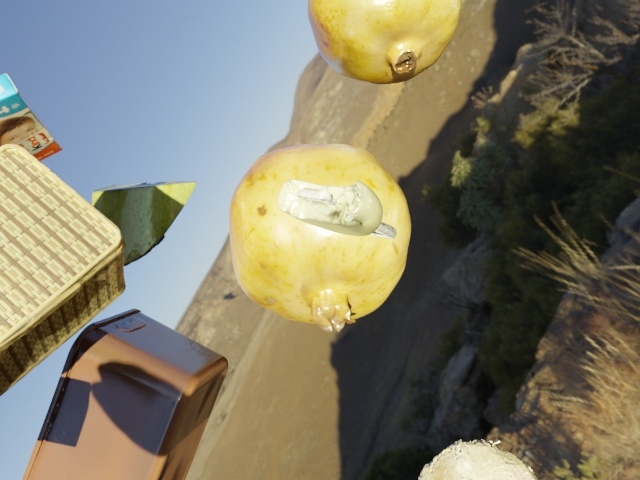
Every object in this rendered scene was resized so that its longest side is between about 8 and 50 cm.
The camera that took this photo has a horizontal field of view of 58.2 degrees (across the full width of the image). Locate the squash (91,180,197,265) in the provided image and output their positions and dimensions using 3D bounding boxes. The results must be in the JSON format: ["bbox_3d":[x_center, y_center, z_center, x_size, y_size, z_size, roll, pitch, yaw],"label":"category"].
[{"bbox_3d":[-0.395,-0.041,1.200,0.204,0.237,0.154,-25,-70,-63],"label":"squash"}]

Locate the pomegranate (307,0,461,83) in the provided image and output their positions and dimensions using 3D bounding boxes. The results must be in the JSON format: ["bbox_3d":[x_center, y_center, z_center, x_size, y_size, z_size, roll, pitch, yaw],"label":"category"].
[{"bbox_3d":[0.086,-0.335,0.825,0.233,0.233,0.233,-59,6,9],"label":"pomegranate"}]

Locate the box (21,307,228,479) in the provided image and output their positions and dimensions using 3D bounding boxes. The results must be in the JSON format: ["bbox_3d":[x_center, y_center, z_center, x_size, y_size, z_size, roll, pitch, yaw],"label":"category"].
[{"bbox_3d":[-0.353,0.338,1.090,0.239,0.230,0.339,-11,-58,-79],"label":"box"}]

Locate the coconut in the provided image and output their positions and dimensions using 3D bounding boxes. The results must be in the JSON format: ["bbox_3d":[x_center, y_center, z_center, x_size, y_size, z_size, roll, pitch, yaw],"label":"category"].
[{"bbox_3d":[0.380,0.628,1.310,0.297,0.297,0.254,-57,24,22],"label":"coconut"}]

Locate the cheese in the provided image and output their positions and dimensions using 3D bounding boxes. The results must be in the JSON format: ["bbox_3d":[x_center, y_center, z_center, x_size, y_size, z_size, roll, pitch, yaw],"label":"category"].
[{"bbox_3d":[0.040,-0.030,0.695,0.235,0.127,0.049,18,-97,-61],"label":"cheese"}]

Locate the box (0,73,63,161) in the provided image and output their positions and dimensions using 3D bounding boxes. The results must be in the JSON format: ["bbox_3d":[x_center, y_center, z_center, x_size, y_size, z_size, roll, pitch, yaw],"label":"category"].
[{"bbox_3d":[-0.624,-0.159,1.013,0.273,0.048,0.265,-31,-6,-13],"label":"box"}]

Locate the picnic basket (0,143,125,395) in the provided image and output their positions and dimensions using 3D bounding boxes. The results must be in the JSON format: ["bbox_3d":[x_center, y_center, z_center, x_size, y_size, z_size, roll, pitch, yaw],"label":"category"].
[{"bbox_3d":[-0.438,0.057,0.742,0.313,0.228,0.175,-46,-8,-31],"label":"picnic basket"}]

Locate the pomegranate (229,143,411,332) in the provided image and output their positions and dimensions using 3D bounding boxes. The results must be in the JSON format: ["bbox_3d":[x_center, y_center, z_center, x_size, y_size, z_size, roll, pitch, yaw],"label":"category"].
[{"bbox_3d":[0.000,0.000,0.973,0.342,0.343,0.342,-59,6,9],"label":"pomegranate"}]
